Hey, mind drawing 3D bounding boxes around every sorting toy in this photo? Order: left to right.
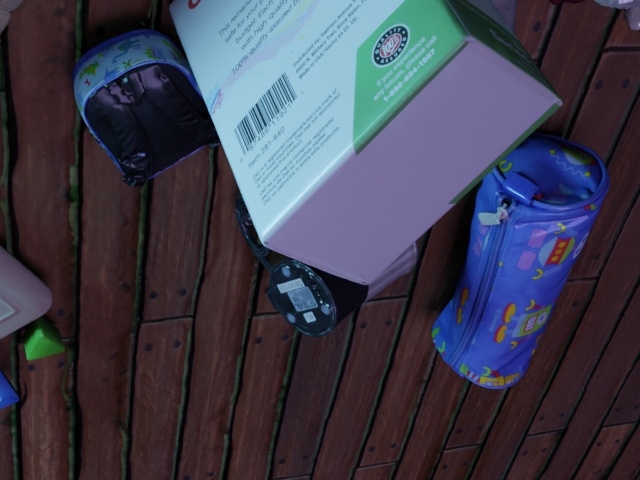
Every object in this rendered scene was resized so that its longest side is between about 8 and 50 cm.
[{"bbox_3d":[-0.379,0.051,1.055,0.196,0.047,0.347,-32,138,5],"label":"sorting toy"}]

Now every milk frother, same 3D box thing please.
[{"bbox_3d":[0.000,0.000,1.128,0.135,0.129,0.143,-34,118,-40],"label":"milk frother"}]

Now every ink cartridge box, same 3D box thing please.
[{"bbox_3d":[0.018,-0.142,0.844,0.117,0.278,0.201,23,122,-42],"label":"ink cartridge box"}]

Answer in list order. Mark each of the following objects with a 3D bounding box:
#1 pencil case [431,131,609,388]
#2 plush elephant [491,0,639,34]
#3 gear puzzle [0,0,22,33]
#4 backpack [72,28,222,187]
[{"bbox_3d":[0.203,0.026,1.213,0.133,0.119,0.306,-26,145,-33],"label":"pencil case"},{"bbox_3d":[0.245,-0.229,0.860,0.272,0.255,0.330,-15,138,-7],"label":"plush elephant"},{"bbox_3d":[-0.273,-0.192,0.798,0.339,0.044,0.175,-51,164,14],"label":"gear puzzle"},{"bbox_3d":[-0.147,-0.120,0.940,0.105,0.084,0.114,-27,143,5],"label":"backpack"}]
